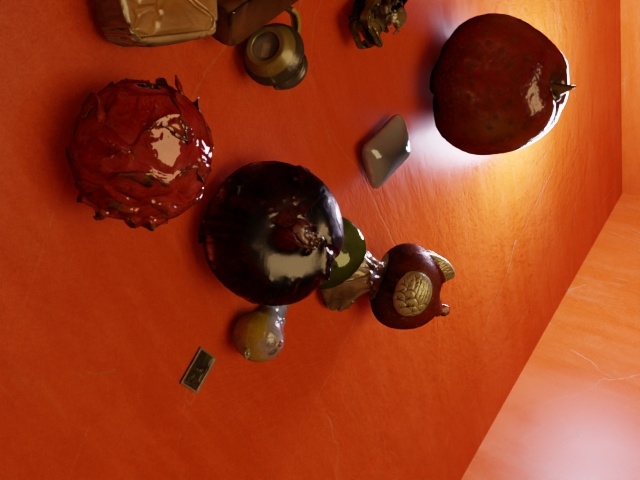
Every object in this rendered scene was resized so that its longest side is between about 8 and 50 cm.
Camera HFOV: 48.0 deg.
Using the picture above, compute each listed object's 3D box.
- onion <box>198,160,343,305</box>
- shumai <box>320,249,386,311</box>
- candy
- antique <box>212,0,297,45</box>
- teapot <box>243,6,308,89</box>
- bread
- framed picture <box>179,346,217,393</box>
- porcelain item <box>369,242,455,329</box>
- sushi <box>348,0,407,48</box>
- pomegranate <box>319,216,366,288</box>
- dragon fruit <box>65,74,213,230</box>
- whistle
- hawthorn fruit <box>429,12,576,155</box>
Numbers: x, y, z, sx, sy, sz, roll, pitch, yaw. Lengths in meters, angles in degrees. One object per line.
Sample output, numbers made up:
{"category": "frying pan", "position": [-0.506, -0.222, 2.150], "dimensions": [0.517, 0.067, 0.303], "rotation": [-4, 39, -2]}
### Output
{"category": "onion", "position": [-0.091, -0.014, 1.473], "dimensions": [0.314, 0.232, 0.313], "rotation": [-1, 92, -22]}
{"category": "shumai", "position": [0.093, 0.101, 1.871], "dimensions": [0.201, 0.120, 0.201], "rotation": [-28, 126, -48]}
{"category": "candy", "position": [0.176, -0.234, 1.891], "dimensions": [0.174, 0.071, 0.138], "rotation": [-46, 136, -32]}
{"category": "antique", "position": [-0.106, -0.491, 1.378], "dimensions": [0.310, 0.093, 0.087], "rotation": [-47, 162, -31]}
{"category": "teapot", "position": [-0.080, -0.384, 1.449], "dimensions": [0.165, 0.130, 0.119], "rotation": [-67, 158, -1]}
{"category": "bread", "position": [-0.278, -0.420, 1.186], "dimensions": [0.210, 0.110, 0.192], "rotation": [-30, 120, -44]}
{"category": "framed picture", "position": [-0.264, 0.281, 1.557], "dimensions": [0.089, 0.007, 0.066], "rotation": [-61, 142, -18]}
{"category": "porcelain item", "position": [0.262, 0.139, 1.991], "dimensions": [0.253, 0.253, 0.252], "rotation": [-24, 121, -47]}
{"category": "sushi", "position": [0.170, -0.564, 1.714], "dimensions": [0.290, 0.131, 0.139], "rotation": [-62, 142, -30]}
{"category": "pomegranate", "position": [-0.002, 0.001, 1.678], "dimensions": [0.187, 0.187, 0.225], "rotation": [-39, 105, -38]}
{"category": "dragon fruit", "position": [-0.294, -0.139, 1.179], "dimensions": [0.241, 0.241, 0.252], "rotation": [-26, 108, -46]}
{"category": "whistle", "position": [-0.117, 0.196, 1.640], "dimensions": [0.223, 0.123, 0.122], "rotation": [-51, 141, -50]}
{"category": "hawthorn fruit", "position": [0.517, -0.434, 2.009], "dimensions": [0.403, 0.403, 0.402], "rotation": [-24, 121, -47]}
